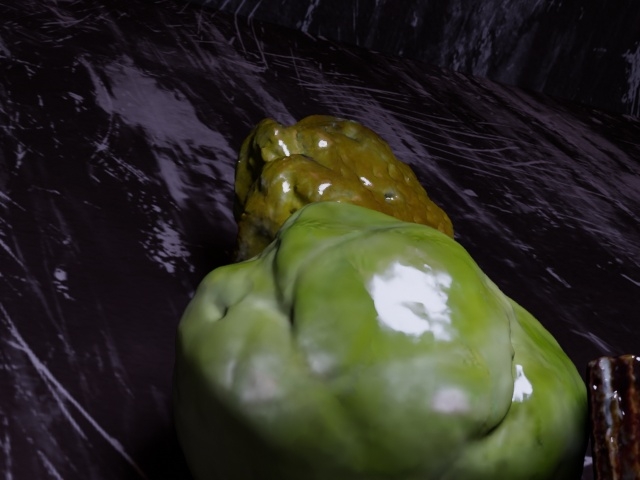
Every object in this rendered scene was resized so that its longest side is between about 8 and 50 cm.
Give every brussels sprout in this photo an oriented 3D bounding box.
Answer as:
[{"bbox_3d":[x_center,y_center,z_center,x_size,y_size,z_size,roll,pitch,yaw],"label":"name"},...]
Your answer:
[{"bbox_3d":[0.030,0.098,1.040,0.316,0.242,0.274,24,10,35],"label":"brussels sprout"}]

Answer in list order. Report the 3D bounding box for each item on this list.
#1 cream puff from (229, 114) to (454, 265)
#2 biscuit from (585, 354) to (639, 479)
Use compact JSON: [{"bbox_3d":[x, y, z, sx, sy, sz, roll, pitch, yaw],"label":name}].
[{"bbox_3d":[0.014,-0.007,1.409,0.244,0.196,0.244,17,20,-6],"label":"cream puff"},{"bbox_3d":[0.235,0.157,1.057,0.073,0.107,0.388,-5,-13,13],"label":"biscuit"}]
